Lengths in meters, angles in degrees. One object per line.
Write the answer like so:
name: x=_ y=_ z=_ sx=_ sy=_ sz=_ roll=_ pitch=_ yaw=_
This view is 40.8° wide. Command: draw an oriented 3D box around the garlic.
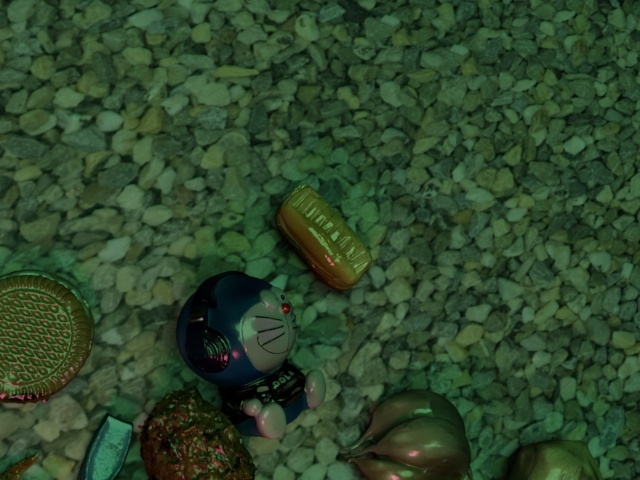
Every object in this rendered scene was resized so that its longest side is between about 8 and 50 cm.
garlic: x=0.201 y=0.445 z=1.806 sx=0.292 sy=0.210 sz=0.237 roll=29 pitch=105 yaw=-16

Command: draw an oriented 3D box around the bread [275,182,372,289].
bread: x=0.000 y=0.000 z=1.815 sx=0.106 sy=0.140 sz=0.236 roll=-42 pitch=91 yaw=-19

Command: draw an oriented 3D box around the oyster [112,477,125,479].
oyster: x=-0.429 y=0.591 z=1.553 sx=0.128 sy=0.078 sz=0.345 roll=29 pitch=82 yaw=-37

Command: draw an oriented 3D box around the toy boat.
toy boat: x=-0.412 y=0.421 z=1.627 sx=0.075 sy=0.077 sz=0.185 roll=22 pitch=63 yaw=-12

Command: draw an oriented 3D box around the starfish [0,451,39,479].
starfish: x=-0.613 y=0.489 z=1.528 sx=0.293 sy=0.084 sz=0.301 roll=-43 pitch=90 yaw=-21

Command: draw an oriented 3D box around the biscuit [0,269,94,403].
biscuit: x=-0.551 y=0.178 z=1.618 sx=0.259 sy=0.079 sz=0.259 roll=4 pitch=77 yaw=-19

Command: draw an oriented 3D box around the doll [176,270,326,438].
doll: x=-0.146 y=0.210 z=1.675 sx=0.284 sy=0.240 sz=0.310 roll=-35 pitch=108 yaw=-62

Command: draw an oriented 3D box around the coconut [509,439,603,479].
coconut: x=0.507 y=0.523 z=1.847 sx=0.224 sy=0.224 sz=0.224 roll=4 pitch=77 yaw=-18

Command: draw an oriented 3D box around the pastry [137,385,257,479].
pastry: x=-0.222 y=0.398 z=1.593 sx=0.193 sy=0.275 sz=0.275 roll=-13 pitch=83 yaw=-25
